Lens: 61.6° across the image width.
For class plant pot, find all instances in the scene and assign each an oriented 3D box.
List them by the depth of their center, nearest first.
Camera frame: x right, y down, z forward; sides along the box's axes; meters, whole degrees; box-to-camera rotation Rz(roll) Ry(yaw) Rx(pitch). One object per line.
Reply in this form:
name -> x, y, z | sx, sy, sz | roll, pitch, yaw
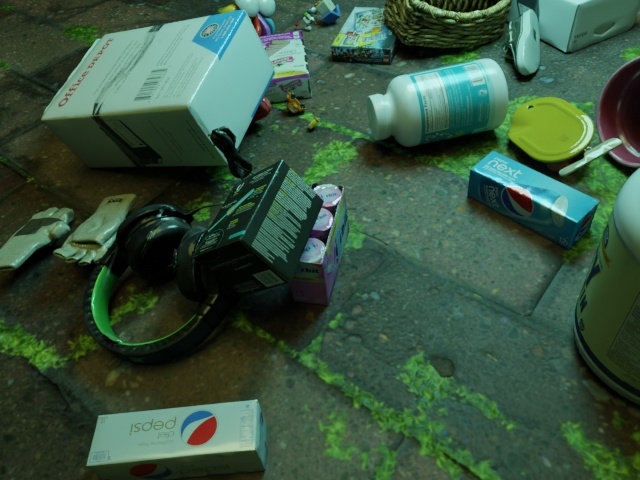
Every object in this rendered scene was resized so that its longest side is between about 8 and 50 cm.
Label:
plant pot -> 0.651, -0.239, 0.983 | 0.180, 0.201, 0.201 | -9, 44, -21

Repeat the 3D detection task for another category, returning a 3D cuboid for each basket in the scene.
basket -> 0.332, -0.627, 1.336 | 0.299, 0.223, 0.213 | -9, 51, -13

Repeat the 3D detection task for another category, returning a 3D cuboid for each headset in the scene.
headset -> -0.233, 0.004, 0.883 | 0.243, 0.185, 0.394 | 20, 65, 26

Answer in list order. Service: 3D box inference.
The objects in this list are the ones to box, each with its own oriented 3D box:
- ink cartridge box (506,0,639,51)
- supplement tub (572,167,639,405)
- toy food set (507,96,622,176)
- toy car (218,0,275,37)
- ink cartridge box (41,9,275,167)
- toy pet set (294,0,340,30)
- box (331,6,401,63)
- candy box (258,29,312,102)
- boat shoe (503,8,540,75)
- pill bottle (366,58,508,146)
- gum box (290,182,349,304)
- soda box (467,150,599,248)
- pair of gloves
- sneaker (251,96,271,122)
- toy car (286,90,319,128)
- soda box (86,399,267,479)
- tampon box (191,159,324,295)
ink cartridge box -> 0.625, -0.634, 1.390 | 0.223, 0.129, 0.307 | -24, 48, -13
supplement tub -> 0.459, 0.040, 0.645 | 0.236, 0.324, 0.235 | -4, 46, 5
toy food set -> 0.462, -0.190, 1.048 | 0.128, 0.071, 0.218 | -36, 45, 8
toy car -> -0.195, -0.590, 1.478 | 0.159, 0.136, 0.182 | -32, 2, 37
ink cartridge box -> -0.337, -0.310, 1.136 | 0.395, 0.166, 0.285 | 3, 57, 26
toy pet set -> 0.001, -0.656, 1.574 | 0.114, 0.065, 0.122 | -21, 31, 40
box -> 0.139, -0.558, 1.453 | 0.159, 0.044, 0.233 | 10, 49, 17
candy box -> -0.112, -0.442, 1.365 | 0.159, 0.071, 0.233 | -9, 47, 0
boat shoe -> 0.487, -0.471, 1.306 | 0.070, 0.078, 0.219 | -17, 42, 41
pill bottle -> 0.233, -0.276, 1.102 | 0.264, 0.146, 0.146 | -12, 46, -2
gum box -> 0.000, 0.000, 0.904 | 0.062, 0.107, 0.188 | 6, 48, 13
soda box -> 0.367, -0.075, 0.946 | 0.071, 0.067, 0.210 | -36, 51, -24
pair of gloves -> -0.478, -0.009, 1.008 | 0.240, 0.042, 0.204 | -9, 33, 7
sneaker -> -0.221, -0.256, 1.213 | 0.221, 0.087, 0.128 | -7, 54, 19
toy car -> -0.051, -0.298, 1.232 | 0.040, 0.060, 0.122 | -44, 40, 11
soda box -> -0.182, 0.266, 0.704 | 0.216, 0.074, 0.069 | -6, 46, 3
tampon box -> -0.089, -0.017, 0.806 | 0.120, 0.101, 0.161 | -18, 38, 42
